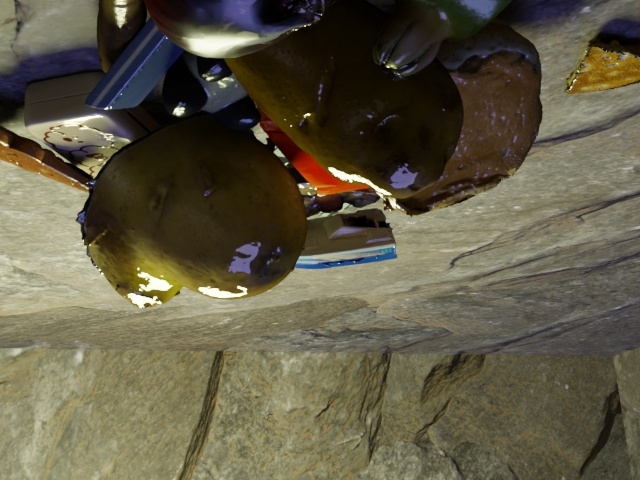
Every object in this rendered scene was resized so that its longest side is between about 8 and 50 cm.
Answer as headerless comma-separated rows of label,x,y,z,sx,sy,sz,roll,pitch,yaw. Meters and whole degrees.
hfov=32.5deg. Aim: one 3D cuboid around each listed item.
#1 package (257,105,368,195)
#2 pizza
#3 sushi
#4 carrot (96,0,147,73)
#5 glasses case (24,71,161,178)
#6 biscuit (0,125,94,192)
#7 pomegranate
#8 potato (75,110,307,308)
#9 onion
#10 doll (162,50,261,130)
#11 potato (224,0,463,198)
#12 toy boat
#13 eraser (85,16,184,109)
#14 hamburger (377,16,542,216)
package,0.043,-0.183,1.780,0.196,0.123,0.423,-6,161,15
pizza,0.440,-0.277,1.716,0.185,0.036,0.176,-18,156,41
sushi,-0.010,-0.086,2.155,0.339,0.069,0.320,11,157,-40
carrot,-0.255,-0.310,1.410,0.070,0.070,0.342,-1,160,-11
glasses case,-0.348,-0.169,1.808,0.144,0.076,0.336,-9,162,13
biscuit,-0.486,-0.145,1.773,0.280,0.043,0.183,22,172,-12
pomegranate,0.127,-0.316,1.261,0.159,0.190,0.241,30,116,-16
potato,-0.196,0.006,1.753,0.397,0.296,0.290,-46,139,15
onion,-0.089,-0.337,1.179,0.273,0.285,0.273,-43,173,-7
doll,-0.121,-0.249,1.521,0.143,0.135,0.234,12,152,-35
potato,0.016,-0.208,1.376,0.369,0.176,0.195,39,156,-1
toy boat,0.000,0.000,2.186,0.295,0.129,0.088,-7,126,-9
eraser,-0.226,-0.251,1.481,0.225,0.036,0.082,-45,169,25
hamburger,0.178,-0.187,1.578,0.318,0.158,0.318,-20,133,-23
